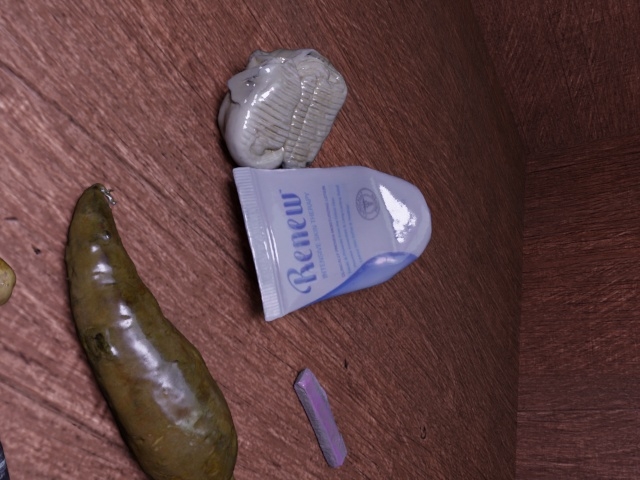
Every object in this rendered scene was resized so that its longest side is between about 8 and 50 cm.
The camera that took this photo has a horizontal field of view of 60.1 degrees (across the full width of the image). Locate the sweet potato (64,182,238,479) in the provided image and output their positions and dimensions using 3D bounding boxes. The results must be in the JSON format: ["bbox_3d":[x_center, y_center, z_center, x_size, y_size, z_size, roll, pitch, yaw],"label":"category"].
[{"bbox_3d":[-0.208,0.139,0.656,0.130,0.130,0.423,-36,105,-55],"label":"sweet potato"}]

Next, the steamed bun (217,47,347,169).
[{"bbox_3d":[-0.083,-0.221,0.918,0.211,0.144,0.218,7,107,-50],"label":"steamed bun"}]

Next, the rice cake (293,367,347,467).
[{"bbox_3d":[0.000,0.325,1.010,0.047,0.036,0.207,-54,128,-61],"label":"rice cake"}]

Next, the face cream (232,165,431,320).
[{"bbox_3d":[0.044,-0.021,0.964,0.420,0.137,0.235,-10,88,-42],"label":"face cream"}]

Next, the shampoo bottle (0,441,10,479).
[{"bbox_3d":[-0.315,0.235,0.509,0.057,0.063,0.208,-16,97,-46],"label":"shampoo bottle"}]

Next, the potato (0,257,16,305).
[{"bbox_3d":[-0.338,0.031,0.541,0.083,0.040,0.051,54,54,-35],"label":"potato"}]
